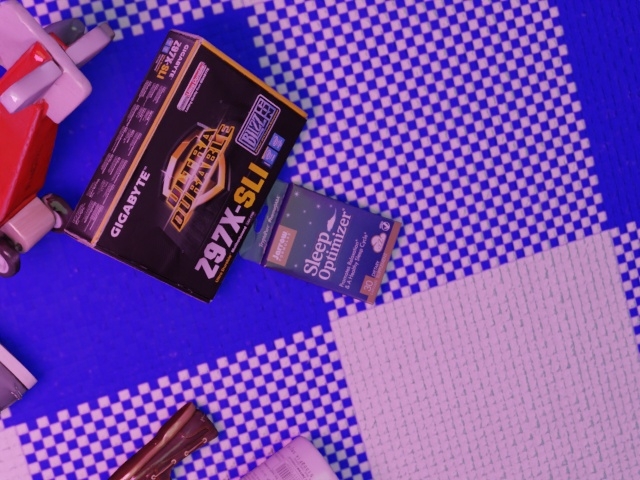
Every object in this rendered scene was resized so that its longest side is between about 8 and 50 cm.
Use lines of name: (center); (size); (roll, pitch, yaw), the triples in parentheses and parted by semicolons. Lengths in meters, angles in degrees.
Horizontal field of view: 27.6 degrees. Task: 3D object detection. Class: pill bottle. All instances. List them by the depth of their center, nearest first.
pill bottle: (-0.081, 0.411, 1.960); (0.229, 0.131, 0.131); (-35, 103, -10)

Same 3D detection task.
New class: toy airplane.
toy airplane: (-0.435, -0.166, 1.689); (0.272, 0.386, 0.384); (35, 90, 9)

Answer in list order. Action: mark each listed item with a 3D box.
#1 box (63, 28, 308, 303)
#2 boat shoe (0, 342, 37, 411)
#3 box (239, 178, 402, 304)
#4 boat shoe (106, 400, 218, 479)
box: (-0.184, -0.099, 1.852); (0.257, 0.079, 0.322); (32, 84, -50)
boat shoe: (-0.540, 0.125, 1.814); (0.099, 0.116, 0.319); (-48, 110, -11)
box: (0.000, 0.000, 1.997); (0.225, 0.036, 0.136); (19, 89, -15)
boat shoe: (-0.243, 0.335, 1.937); (0.207, 0.073, 0.073); (-42, 102, -8)
